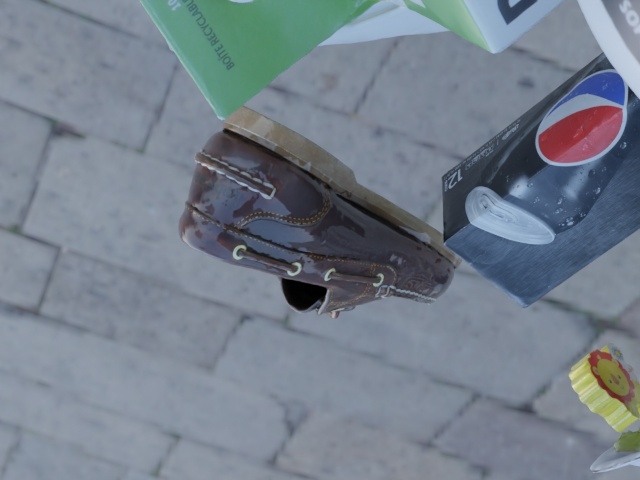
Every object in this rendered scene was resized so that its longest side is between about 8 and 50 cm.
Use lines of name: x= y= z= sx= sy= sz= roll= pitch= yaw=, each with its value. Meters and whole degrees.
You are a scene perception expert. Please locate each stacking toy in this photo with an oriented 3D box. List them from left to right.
stacking toy: x=0.260 y=0.029 z=1.043 sx=0.167 sy=0.221 sz=0.052 roll=-44 pitch=75 yaw=31

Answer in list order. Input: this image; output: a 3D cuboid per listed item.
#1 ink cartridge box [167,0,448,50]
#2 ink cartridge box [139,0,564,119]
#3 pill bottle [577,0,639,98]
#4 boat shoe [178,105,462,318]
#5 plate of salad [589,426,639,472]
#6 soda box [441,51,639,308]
ink cartridge box: x=0.004 y=-0.189 z=0.707 sx=0.153 sy=0.208 sz=0.087 roll=-7 pitch=151 yaw=8
ink cartridge box: x=0.042 y=-0.122 z=0.414 sx=0.109 sy=0.209 sz=0.062 roll=56 pitch=172 yaw=-35
pill bottle: x=0.122 y=-0.083 z=0.244 sx=0.119 sy=0.119 sz=0.208 roll=19 pitch=164 yaw=-8
boat shoe: x=0.000 y=0.000 z=0.837 sx=0.073 sy=0.073 sz=0.207 roll=22 pitch=177 yaw=37
plate of salad: x=0.198 y=0.043 z=0.730 sx=0.048 sy=0.200 sz=0.200 roll=61 pitch=145 yaw=6
soda box: x=0.132 y=-0.044 z=0.763 sx=0.060 sy=0.053 sz=0.169 roll=38 pitch=120 yaw=-24
